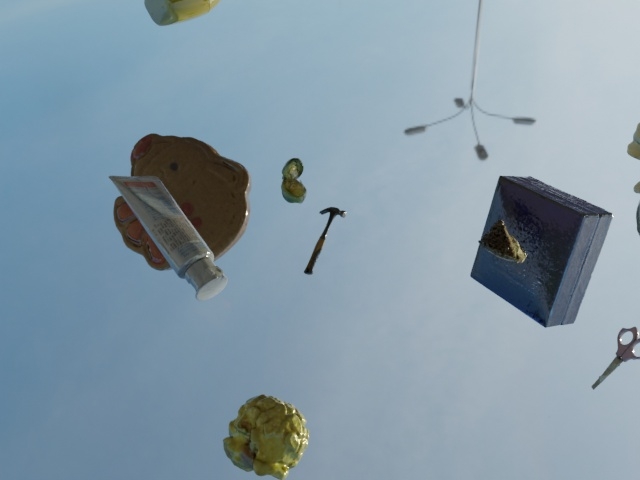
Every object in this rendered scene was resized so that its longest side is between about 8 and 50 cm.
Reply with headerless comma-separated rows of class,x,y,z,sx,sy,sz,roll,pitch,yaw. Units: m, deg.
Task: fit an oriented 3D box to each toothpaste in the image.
toothpaste,-0.217,-0.018,0.871,0.089,0.057,0.234,-6,-128,-54

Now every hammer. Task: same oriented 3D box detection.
hammer,0.000,0.000,1.645,0.078,0.021,0.201,21,-95,36

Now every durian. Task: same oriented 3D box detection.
durian,0.301,0.007,0.999,0.052,0.066,0.130,-41,-170,20

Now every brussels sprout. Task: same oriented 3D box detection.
brussels sprout,-0.049,-0.109,1.095,0.051,0.083,0.046,10,-165,44

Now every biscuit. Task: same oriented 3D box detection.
biscuit,-0.356,-0.106,1.503,0.359,0.074,0.381,-41,-103,5

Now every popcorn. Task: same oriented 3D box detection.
popcorn,-0.145,0.516,1.561,0.235,0.181,0.216,-10,-130,24

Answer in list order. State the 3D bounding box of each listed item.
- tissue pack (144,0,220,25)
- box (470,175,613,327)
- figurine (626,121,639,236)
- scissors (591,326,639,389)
tissue pack,-0.222,-0.429,0.913,0.127,0.178,0.123,-34,-155,-26
box,0.506,0.019,1.416,0.116,0.279,0.261,-4,-155,-30
figurine,0.607,-0.133,0.865,0.274,0.227,0.394,40,-81,29
scissors,0.825,0.336,1.670,0.021,0.212,0.110,26,-161,-27
